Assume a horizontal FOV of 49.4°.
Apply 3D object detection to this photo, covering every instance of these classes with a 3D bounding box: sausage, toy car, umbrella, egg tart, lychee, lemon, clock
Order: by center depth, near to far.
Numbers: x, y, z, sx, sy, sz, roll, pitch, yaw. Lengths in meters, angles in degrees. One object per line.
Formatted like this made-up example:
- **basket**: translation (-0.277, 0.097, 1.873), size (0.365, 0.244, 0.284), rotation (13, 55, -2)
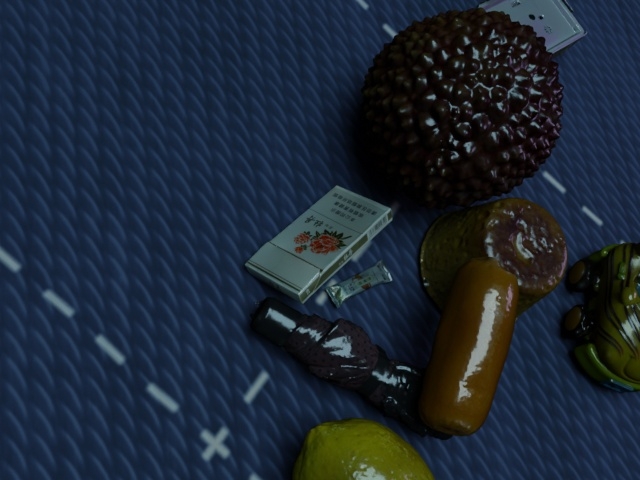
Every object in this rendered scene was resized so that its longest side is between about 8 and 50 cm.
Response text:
- **lemon**: translation (0.055, 0.311, 0.859), size (0.207, 0.170, 0.170), rotation (45, 63, 6)
- **sausage**: translation (0.198, 0.135, 0.907), size (0.098, 0.098, 0.238), rotation (22, 76, -12)
- **umbrella**: translation (0.052, 0.169, 0.947), size (0.326, 0.090, 0.094), rotation (32, 69, -8)
- **lychee**: translation (0.203, -0.195, 1.018), size (0.305, 0.330, 0.306), rotation (0, 87, 3)
- **egg tart**: translation (0.264, 0.027, 1.044), size (0.202, 0.147, 0.203), rotation (5, 71, -16)
- **toy car**: translation (0.509, 0.113, 1.107), size (0.200, 0.142, 0.248), rotation (20, 65, -12)
- **clock**: translation (0.371, -0.383, 1.263), size (0.192, 0.071, 0.147), rotation (-32, 85, -26)

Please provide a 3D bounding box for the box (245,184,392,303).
- **box**: translation (0.000, 0.000, 0.986), size (0.109, 0.029, 0.198), rotation (26, 55, 36)

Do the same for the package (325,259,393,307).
- **package**: translation (0.058, 0.064, 1.027), size (0.110, 0.015, 0.037), rotation (-24, 77, -27)
